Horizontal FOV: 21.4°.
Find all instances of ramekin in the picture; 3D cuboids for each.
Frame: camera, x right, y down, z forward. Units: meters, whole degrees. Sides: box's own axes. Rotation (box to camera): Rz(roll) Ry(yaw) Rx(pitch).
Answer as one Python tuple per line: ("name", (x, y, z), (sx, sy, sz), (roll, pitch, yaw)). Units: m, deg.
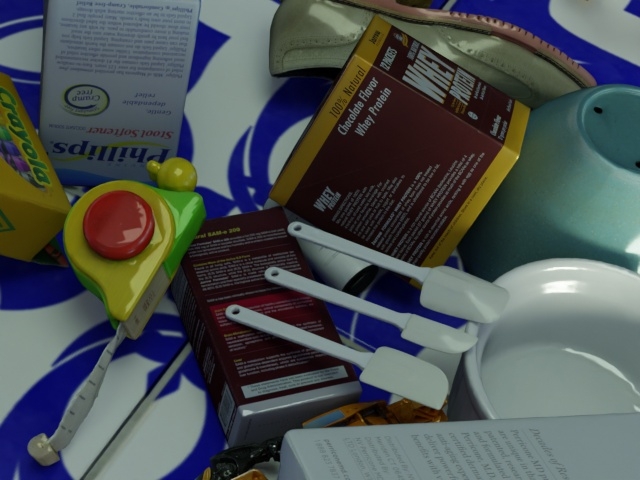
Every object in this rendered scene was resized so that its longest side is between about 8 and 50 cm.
("ramekin", (0.259, 0.165, 1.680), (0.277, 0.135, 0.277), (7, 51, -9))

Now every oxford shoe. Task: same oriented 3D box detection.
("oxford shoe", (0.126, -0.194, 1.971), (0.396, 0.140, 0.147), (16, 80, -8))

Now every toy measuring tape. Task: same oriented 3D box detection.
("toy measuring tape", (-0.223, 0.052, 1.636), (0.121, 0.121, 0.330), (27, 72, 8))

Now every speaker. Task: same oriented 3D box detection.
("speaker", (0.000, 0.000, 1.799), (0.055, 0.055, 0.136), (-28, 63, -32))

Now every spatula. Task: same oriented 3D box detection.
("spatula", (0.044, 0.064, 1.647), (0.242, 0.019, 0.168), (19, 55, 23))

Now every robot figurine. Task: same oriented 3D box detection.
("robot figurine", (0.015, 0.247, 1.577), (0.291, 0.085, 0.211), (-20, 58, -26))

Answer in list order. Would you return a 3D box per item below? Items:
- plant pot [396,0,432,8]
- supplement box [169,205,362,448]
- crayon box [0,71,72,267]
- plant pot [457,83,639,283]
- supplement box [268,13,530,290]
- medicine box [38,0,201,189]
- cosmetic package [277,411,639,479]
("plant pot", (0.107, -0.330, 2.086), (0.081, 0.081, 0.083), (-7, 64, -20))
("supplement box", (-0.063, 0.085, 1.700), (0.130, 0.073, 0.239), (-10, 55, -20))
("crayon box", (-0.369, -0.095, 1.653), (0.318, 0.081, 0.202), (18, 36, -54))
("plant pot", (0.310, -0.054, 1.835), (0.290, 0.195, 0.290), (8, 50, -9))
("supplement box", (0.083, -0.092, 1.766), (0.194, 0.191, 0.129), (31, 29, -4))
("medicine box", (-0.217, -0.244, 1.786), (0.149, 0.289, 0.264), (3, 51, -10))
("cosmetic package", (0.184, 0.283, 1.437), (0.453, 0.230, 0.161), (0, 30, -21))
